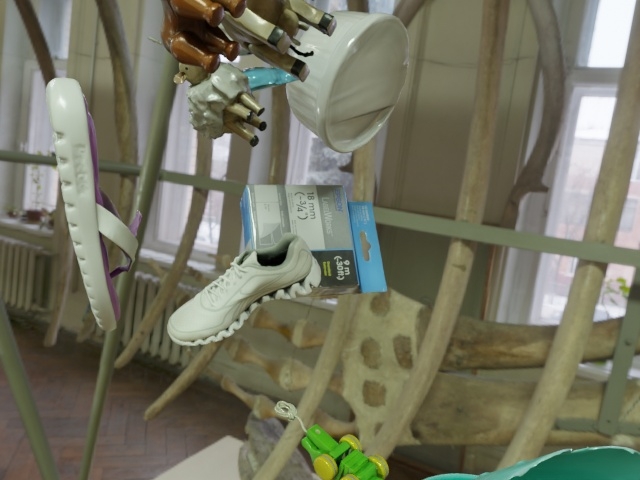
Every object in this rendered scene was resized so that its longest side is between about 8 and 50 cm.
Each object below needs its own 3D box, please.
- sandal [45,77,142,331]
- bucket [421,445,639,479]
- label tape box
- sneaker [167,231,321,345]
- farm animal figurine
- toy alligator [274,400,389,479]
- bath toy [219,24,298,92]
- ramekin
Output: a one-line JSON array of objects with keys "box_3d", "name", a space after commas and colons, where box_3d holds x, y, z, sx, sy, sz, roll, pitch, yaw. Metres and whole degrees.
[{"box_3d": [-0.314, -0.026, 0.758, 0.102, 0.416, 0.169, -12, 42, -24], "name": "sandal"}, {"box_3d": [0.144, 0.277, 0.318, 0.281, 0.281, 0.183, 5, -29, -20], "name": "bucket"}, {"box_3d": [0.000, 0.000, 1.154, 0.334, 0.240, 0.106, -2, -18, -19], "name": "label tape box"}, {"box_3d": [-0.143, 0.080, 0.909, 0.292, 0.118, 0.110, -29, 50, -10], "name": "sneaker"}, {"box_3d": [-0.080, -0.310, 0.561, 0.172, 0.330, 0.326, 33, -12, 11], "name": "farm animal figurine"}, {"box_3d": [0.014, 0.257, 0.600, 0.190, 0.051, 0.056, 25, 28, 36], "name": "toy alligator"}, {"box_3d": [-0.122, -0.416, 0.814, 0.129, 0.348, 0.151, -15, 28, 0], "name": "bath toy"}, {"box_3d": [0.048, -0.321, 1.019, 0.127, 0.272, 0.273, 32, 17, 27], "name": "ramekin"}]
